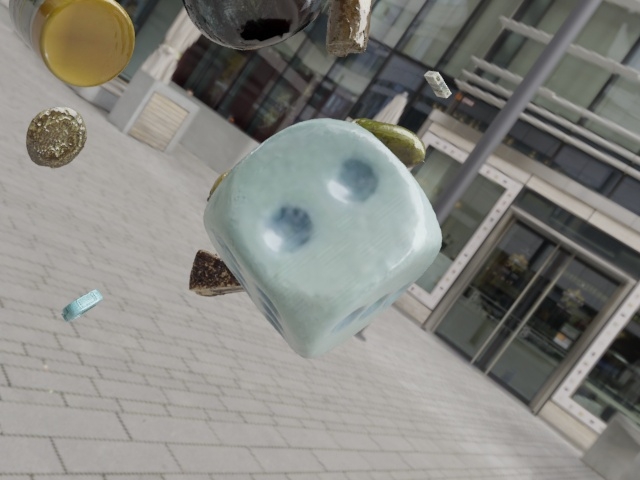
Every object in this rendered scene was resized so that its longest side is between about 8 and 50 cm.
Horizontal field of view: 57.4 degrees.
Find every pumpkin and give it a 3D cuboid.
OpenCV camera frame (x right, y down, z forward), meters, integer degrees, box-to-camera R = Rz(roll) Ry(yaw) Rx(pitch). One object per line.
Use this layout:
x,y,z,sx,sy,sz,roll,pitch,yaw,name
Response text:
-0.089,-0.379,0.829,0.233,0.233,0.163,40,-17,44,pumpkin

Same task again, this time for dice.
0.000,0.000,0.885,0.264,0.262,0.268,49,-16,15,dice

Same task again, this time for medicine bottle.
-0.632,-0.544,1.484,0.232,0.238,0.238,42,8,31,medicine bottle

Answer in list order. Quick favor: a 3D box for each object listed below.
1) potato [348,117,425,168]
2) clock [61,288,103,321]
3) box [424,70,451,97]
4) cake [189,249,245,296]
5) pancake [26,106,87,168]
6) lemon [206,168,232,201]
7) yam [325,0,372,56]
0.178,-0.267,1.638,0.251,0.113,0.149,24,-22,11,potato
-0.724,0.201,1.749,0.108,0.147,0.045,-35,94,-46,clock
0.351,-0.468,1.752,0.083,0.024,0.054,47,-5,-30,box
-0.265,0.132,1.721,0.246,0.135,0.112,23,-3,12,cake
-0.454,-0.176,1.008,0.011,0.115,0.115,30,2,33,pancake
-0.231,-0.124,1.762,0.231,0.192,0.192,3,21,-26,lemon
0.081,-0.649,1.654,0.129,0.238,0.128,6,7,-12,yam
